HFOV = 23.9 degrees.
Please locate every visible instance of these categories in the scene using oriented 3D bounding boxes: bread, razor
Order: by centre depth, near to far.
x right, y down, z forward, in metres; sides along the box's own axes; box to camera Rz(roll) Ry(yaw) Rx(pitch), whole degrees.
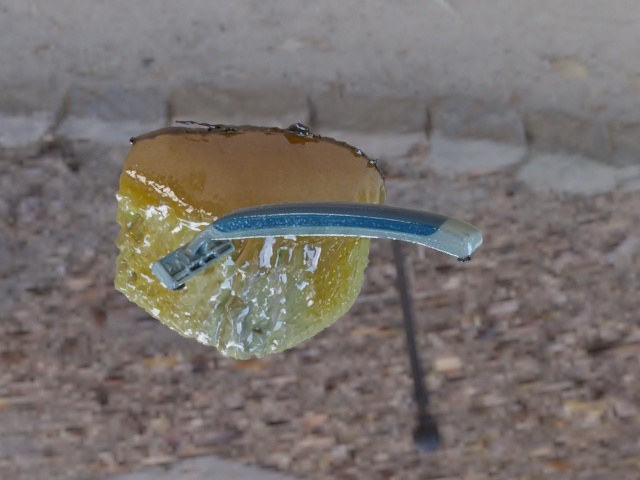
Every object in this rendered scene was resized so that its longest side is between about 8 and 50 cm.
[{"bbox_3d":[-0.001,-0.004,0.836,0.191,0.037,0.068,-4,-162,32],"label":"razor"},{"bbox_3d":[-0.061,-0.005,1.423,0.262,0.162,0.204,0,124,-12],"label":"bread"}]
